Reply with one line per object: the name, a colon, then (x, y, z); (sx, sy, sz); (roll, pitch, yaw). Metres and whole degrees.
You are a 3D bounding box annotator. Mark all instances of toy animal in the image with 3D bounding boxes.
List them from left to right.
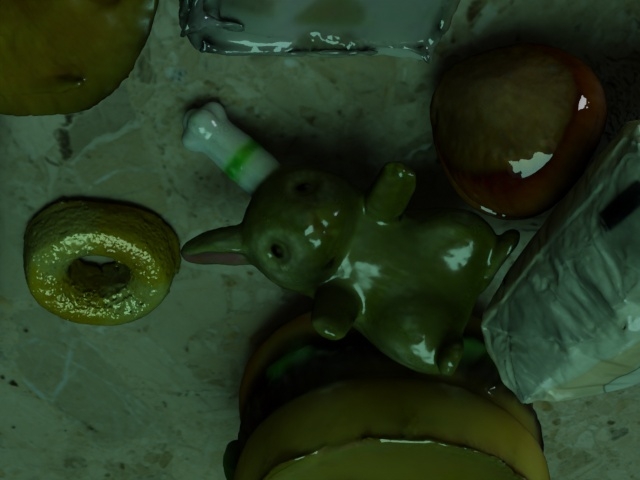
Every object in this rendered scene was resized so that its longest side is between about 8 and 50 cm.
toy animal: (0.011, 0.003, 1.092); (0.363, 0.180, 0.181); (26, 83, -14)

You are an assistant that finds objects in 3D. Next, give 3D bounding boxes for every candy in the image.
candy: (-0.009, -0.208, 0.656); (0.185, 0.195, 0.137); (1, 137, -14)

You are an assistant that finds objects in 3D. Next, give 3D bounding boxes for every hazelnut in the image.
hazelnut: (0.192, -0.113, 1.088); (0.182, 0.182, 0.182); (-3, 132, -4)

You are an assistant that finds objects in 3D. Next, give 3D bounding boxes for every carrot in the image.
carrot: (-0.234, -0.233, 0.842); (0.242, 0.340, 0.241); (-2, 115, -4)

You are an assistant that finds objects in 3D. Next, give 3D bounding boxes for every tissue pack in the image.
tissue pack: (0.365, -0.006, 1.077); (0.376, 0.195, 0.390); (-22, 158, -37)

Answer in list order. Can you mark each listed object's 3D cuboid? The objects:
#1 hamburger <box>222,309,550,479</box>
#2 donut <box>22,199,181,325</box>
hamburger: (0.092, 0.248, 1.310); (0.396, 0.277, 0.395); (0, 130, 0)
donut: (-0.246, 0.032, 1.223); (0.178, 0.065, 0.162); (1, 131, -7)
